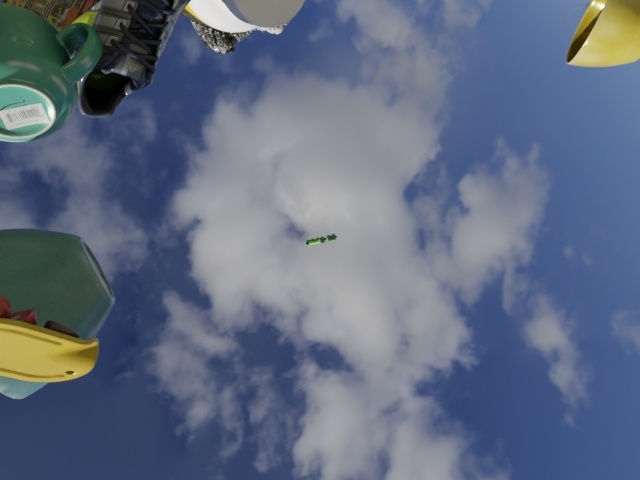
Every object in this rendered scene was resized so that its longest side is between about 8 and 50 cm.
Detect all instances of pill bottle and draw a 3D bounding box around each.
[{"bbox_3d":[-0.172,-0.439,0.756,0.188,0.334,0.187,-26,-47,-32],"label":"pill bottle"}]

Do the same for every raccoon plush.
[{"bbox_3d":[-0.257,-0.727,1.401,0.446,0.299,0.216,3,-109,-66],"label":"raccoon plush"}]

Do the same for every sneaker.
[{"bbox_3d":[-0.222,-0.262,0.595,0.111,0.300,0.121,8,-123,-44],"label":"sneaker"}]

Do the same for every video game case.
[{"bbox_3d":[-0.593,-0.535,1.138,0.248,0.035,0.274,16,-118,-19],"label":"video game case"}]

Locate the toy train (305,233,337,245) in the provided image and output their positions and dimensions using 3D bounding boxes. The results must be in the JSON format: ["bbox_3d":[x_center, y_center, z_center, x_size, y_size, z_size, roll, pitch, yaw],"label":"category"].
[{"bbox_3d":[0.000,0.000,1.186,0.023,0.083,0.017,-50,-54,-72],"label":"toy train"}]

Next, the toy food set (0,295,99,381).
[{"bbox_3d":[-0.387,0.109,0.601,0.218,0.128,0.071,35,-148,-42],"label":"toy food set"}]

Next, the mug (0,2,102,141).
[{"bbox_3d":[-0.327,-0.179,0.519,0.129,0.158,0.097,14,-137,-53],"label":"mug"}]

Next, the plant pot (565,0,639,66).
[{"bbox_3d":[0.478,-0.338,0.778,0.095,0.134,0.134,22,-125,7],"label":"plant pot"}]

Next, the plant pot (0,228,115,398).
[{"bbox_3d":[-0.484,0.094,0.840,0.196,0.290,0.290,-28,-88,-18],"label":"plant pot"}]
